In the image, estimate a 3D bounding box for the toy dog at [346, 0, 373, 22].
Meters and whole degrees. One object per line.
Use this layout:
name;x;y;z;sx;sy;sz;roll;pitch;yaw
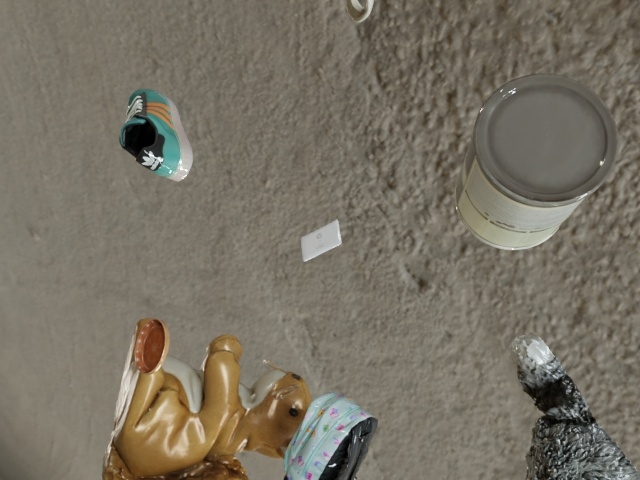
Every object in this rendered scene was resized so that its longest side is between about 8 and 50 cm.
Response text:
toy dog;-0.038;-0.402;0.850;0.220;0.161;0.333;59;165;18

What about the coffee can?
coffee can;0.329;-0.112;1.141;0.201;0.201;0.275;40;171;12

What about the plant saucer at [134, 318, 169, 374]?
plant saucer;-0.249;0.158;1.061;0.013;0.083;0.084;20;167;-40

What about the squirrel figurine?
squirrel figurine;-0.209;0.382;1.378;0.371;0.396;0.281;15;180;-18

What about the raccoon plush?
raccoon plush;0.391;0.432;1.340;0.446;0.299;0.216;56;180;7

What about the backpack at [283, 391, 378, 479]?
backpack;0.015;0.353;1.212;0.115;0.152;0.182;31;106;24

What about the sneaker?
sneaker;-0.374;-0.248;1.530;0.108;0.121;0.302;-52;46;19

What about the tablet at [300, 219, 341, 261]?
tablet;0.000;0.000;1.282;0.083;0.054;0.006;-26;140;25
